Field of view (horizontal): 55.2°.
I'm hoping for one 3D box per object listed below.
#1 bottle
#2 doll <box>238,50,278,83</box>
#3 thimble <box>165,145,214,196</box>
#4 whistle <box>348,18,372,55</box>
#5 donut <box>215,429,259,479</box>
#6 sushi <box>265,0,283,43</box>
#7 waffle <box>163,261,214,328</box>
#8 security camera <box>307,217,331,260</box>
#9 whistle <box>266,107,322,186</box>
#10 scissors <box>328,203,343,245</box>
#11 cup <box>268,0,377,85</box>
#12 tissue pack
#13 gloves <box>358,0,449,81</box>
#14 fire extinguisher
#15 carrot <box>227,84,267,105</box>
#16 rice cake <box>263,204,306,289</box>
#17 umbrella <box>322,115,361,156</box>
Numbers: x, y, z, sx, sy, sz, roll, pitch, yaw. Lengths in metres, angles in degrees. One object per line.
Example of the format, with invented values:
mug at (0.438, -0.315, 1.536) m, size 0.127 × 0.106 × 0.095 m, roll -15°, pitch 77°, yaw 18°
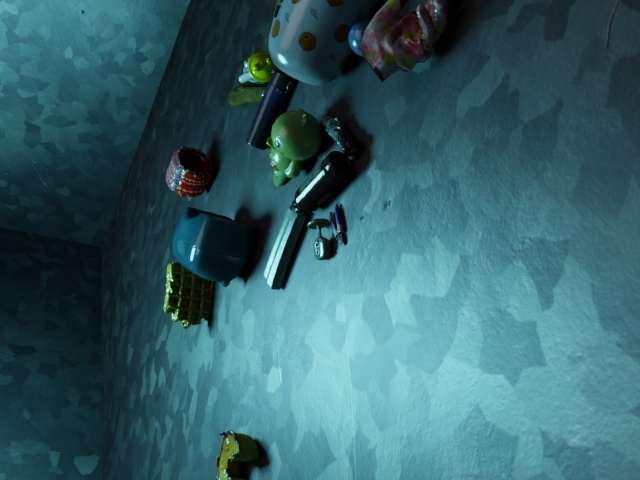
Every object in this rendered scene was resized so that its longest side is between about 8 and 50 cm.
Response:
bottle at (-0.151, -0.396, 1.856) m, size 0.082 × 0.072 × 0.244 m, roll 33°, pitch 112°, yaw 23°
doll at (-0.185, -0.541, 1.917) m, size 0.241 × 0.135 × 0.099 m, roll -131°, pitch 44°, yaw -75°
thimble at (-0.493, -0.261, 2.319) m, size 0.125 × 0.163 × 0.189 m, roll -57°, pitch 20°, yaw 32°
whistle at (0.115, -0.463, 1.393) m, size 0.158 × 0.090 × 0.090 m, roll 17°, pitch 94°, yaw 62°
donut at (-0.215, 0.569, 1.560) m, size 0.146 × 0.078 × 0.181 m, roll 15°, pitch 98°, yaw 63°
sushi at (-0.025, -0.721, 1.678) m, size 0.343 × 0.064 × 0.359 m, roll 20°, pitch 95°, yaw 45°
waffle at (-0.440, 0.187, 2.032) m, size 0.055 × 0.160 × 0.211 m, roll -28°, pitch 54°, yaw 54°
security camera at (0.000, 0.000, 1.443) m, size 0.058 × 0.058 × 0.092 m, roll -35°, pitch 57°, yaw 51°
whistle at (-0.094, -0.238, 1.622) m, size 0.294 × 0.141 × 0.141 m, roll -44°, pitch 42°, yaw 47°
scissors at (0.039, -0.033, 1.418) m, size 0.039 × 0.012 × 0.113 m, roll -50°, pitch 38°, yaw 39°
cup at (0.010, -0.552, 1.489) m, size 0.317 × 0.212 × 0.212 m, roll -62°, pitch 32°, yaw 27°
tissue pack at (-0.342, 0.018, 1.889) m, size 0.287 × 0.198 × 0.206 m, roll 16°, pitch 90°, yaw 59°
gloves at (0.190, -0.435, 1.222) m, size 0.241 × 0.126 × 0.145 m, roll -36°, pitch 35°, yaw 11°
fire extinguisher at (-0.005, -0.133, 1.493) m, size 0.231 × 0.071 × 0.099 m, roll -43°, pitch 17°, yaw 47°
carrot at (-0.237, -0.494, 2.064) m, size 0.342 × 0.070 × 0.070 m, roll 16°, pitch 92°, yaw 60°
rice cake at (-0.098, 0.017, 1.615) m, size 0.080 × 0.042 × 0.222 m, roll 43°, pitch 117°, yaw 57°
umbrella at (0.050, -0.254, 1.465) m, size 0.050 × 0.046 × 0.188 m, roll -48°, pitch 33°, yaw 13°
